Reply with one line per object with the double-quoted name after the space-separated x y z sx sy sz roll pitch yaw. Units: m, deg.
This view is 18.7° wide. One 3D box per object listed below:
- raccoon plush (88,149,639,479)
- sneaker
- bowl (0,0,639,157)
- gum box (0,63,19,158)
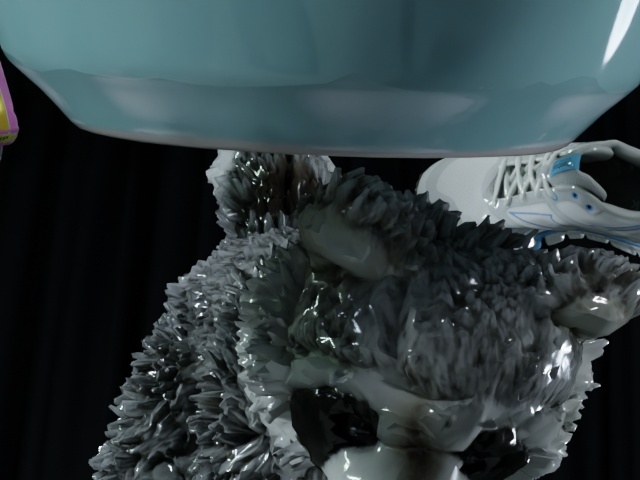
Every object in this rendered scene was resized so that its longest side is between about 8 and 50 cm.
0.000 0.000 1.010 0.216 0.446 0.299 0 -45 -24 "raccoon plush"
0.141 -0.034 1.126 0.190 0.071 0.083 3 -21 24 "sneaker"
0.003 -0.117 0.673 0.311 0.163 0.311 3 7 0 "bowl"
-0.253 -0.121 1.116 0.107 0.188 0.062 -9 -18 -31 "gum box"
